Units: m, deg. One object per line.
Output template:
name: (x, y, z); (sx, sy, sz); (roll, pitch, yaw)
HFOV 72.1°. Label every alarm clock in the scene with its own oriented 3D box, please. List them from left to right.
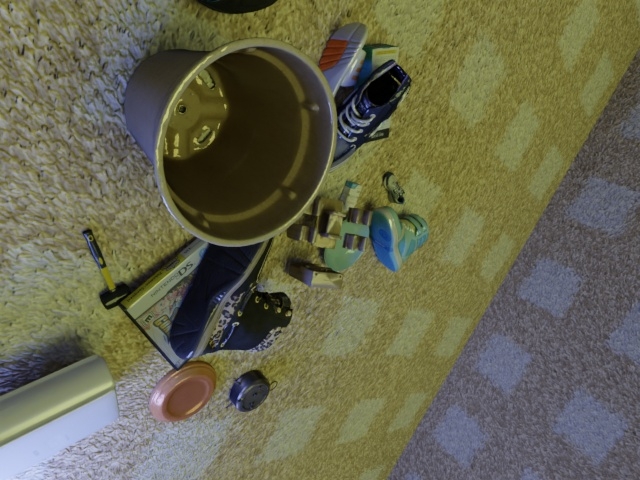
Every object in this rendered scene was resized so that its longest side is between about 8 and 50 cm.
alarm clock: (-0.210, 0.490, 1.431); (0.191, 0.064, 0.130); (2, 114, -49)

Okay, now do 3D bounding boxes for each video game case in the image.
video game case: (-0.321, 0.157, 1.085); (0.248, 0.035, 0.275); (-45, 141, -27)

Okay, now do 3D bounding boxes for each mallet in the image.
mallet: (-0.447, 0.058, 0.929); (0.062, 0.039, 0.190); (-23, 125, -36)

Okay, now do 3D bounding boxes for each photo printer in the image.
photo printer: (-0.577, 0.373, 0.889); (0.307, 0.107, 0.256); (-22, 157, -34)

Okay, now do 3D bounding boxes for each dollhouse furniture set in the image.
dollhouse furniture set: (0.000, 0.000, 1.253); (0.211, 0.161, 0.243); (9, 94, -28)

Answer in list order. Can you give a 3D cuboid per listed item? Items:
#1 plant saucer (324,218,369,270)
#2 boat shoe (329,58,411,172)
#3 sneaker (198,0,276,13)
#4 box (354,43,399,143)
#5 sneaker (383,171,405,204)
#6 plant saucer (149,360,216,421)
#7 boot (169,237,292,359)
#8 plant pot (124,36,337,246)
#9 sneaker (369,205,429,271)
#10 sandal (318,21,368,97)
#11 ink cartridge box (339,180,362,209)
plant saucer: (0.076, 0.005, 1.408); (0.194, 0.037, 0.195); (-24, 131, -31)
boat shoe: (0.077, -0.296, 1.061); (0.340, 0.127, 0.158); (-46, 180, 8)
sneaker: (-0.183, -0.465, 0.759); (0.340, 0.139, 0.125); (-15, 124, -40)
box: (0.145, -0.395, 1.191); (0.100, 0.060, 0.245); (-21, 129, -33)
sneaker: (0.251, -0.170, 1.449); (0.052, 0.058, 0.135); (-46, 138, -12)
plant saucer: (-0.379, 0.434, 1.242); (0.199, 0.037, 0.200); (-25, 132, -32)
boot: (-0.176, 0.133, 1.109); (0.284, 0.138, 0.378); (25, 95, -55)
plant pot: (-0.191, -0.205, 0.795); (0.333, 0.305, 0.334); (-24, 130, -32)
sneaker: (0.277, -0.052, 1.507); (0.208, 0.127, 0.319); (-41, 147, -15)
sandal: (0.040, -0.392, 1.069); (0.076, 0.102, 0.266); (9, 117, -49)
ink cartridge box: (0.089, -0.135, 1.334); (0.048, 0.028, 0.084); (5, 111, -46)
